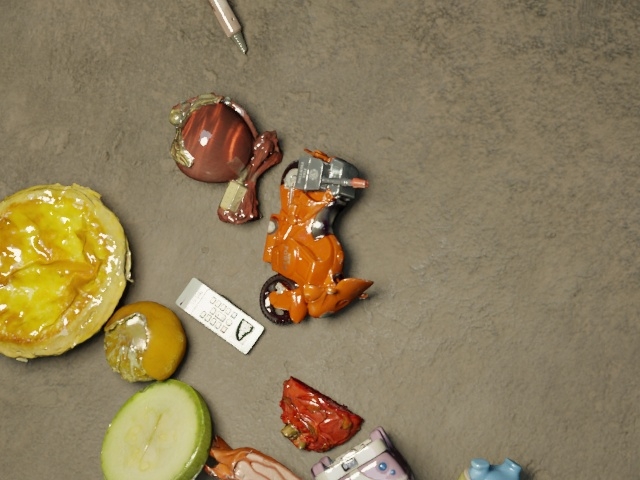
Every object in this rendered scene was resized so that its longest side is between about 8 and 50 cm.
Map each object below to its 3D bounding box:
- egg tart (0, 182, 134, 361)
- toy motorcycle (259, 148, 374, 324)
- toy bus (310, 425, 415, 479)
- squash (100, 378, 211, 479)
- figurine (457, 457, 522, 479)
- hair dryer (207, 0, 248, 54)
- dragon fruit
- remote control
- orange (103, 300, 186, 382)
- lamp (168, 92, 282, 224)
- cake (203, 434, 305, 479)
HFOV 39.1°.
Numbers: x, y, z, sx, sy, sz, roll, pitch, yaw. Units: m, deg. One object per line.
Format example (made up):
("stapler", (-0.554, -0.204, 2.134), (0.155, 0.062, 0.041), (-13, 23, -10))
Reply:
("egg tart", (-0.503, 0.061, 1.671), (0.341, 0.132, 0.341), (-1, 81, 8))
("toy motorcycle", (0.000, 0.000, 1.612), (0.221, 0.148, 0.325), (8, 87, 32))
("toy bus", (0.080, 0.401, 1.494), (0.142, 0.202, 0.142), (-29, 80, 2))
("squash", (-0.293, 0.349, 1.591), (0.219, 0.041, 0.219), (-14, 55, 20))
("figurine", (0.223, 0.466, 1.483), (0.154, 0.180, 0.262), (31, 93, 31))
("hair dryer", (-0.212, -0.466, 1.759), (0.054, 0.195, 0.220), (-39, 117, -32))
("dragon fruit", (-0.018, 0.319, 1.586), (0.162, 0.083, 0.106), (30, 88, 10))
("remote control", (-0.185, 0.137, 1.666), (0.166, 0.029, 0.065), (35, 85, 8))
("orange", (-0.320, 0.181, 1.626), (0.157, 0.134, 0.156), (-4, 62, 7))
("lamp", (-0.188, -0.157, 1.658), (0.223, 0.151, 0.215), (25, 88, 9))
("cake", (-0.080, 0.440, 1.561), (0.287, 0.135, 0.098), (33, 72, 3))
